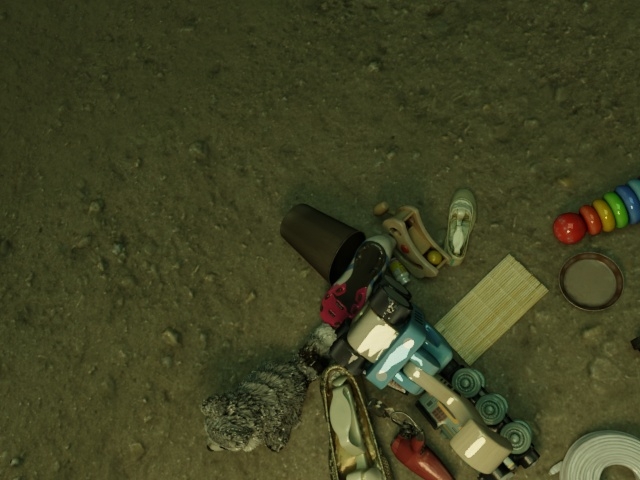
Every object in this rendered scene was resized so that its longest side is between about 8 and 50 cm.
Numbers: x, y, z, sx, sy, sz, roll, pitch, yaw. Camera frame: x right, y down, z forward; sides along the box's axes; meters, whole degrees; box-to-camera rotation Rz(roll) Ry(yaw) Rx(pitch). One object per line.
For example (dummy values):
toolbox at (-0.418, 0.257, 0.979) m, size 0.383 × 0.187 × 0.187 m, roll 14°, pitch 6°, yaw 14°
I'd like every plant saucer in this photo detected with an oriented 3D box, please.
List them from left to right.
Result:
plant saucer at (0.746, 0.116, 1.734) m, size 0.169 × 0.029 × 0.168 m, roll -4°, pitch 70°, yaw 11°

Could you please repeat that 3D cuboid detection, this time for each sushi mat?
sushi mat at (0.481, 0.193, 1.773) m, size 0.316 × 0.019 × 0.151 m, roll -43°, pitch 67°, yaw -4°

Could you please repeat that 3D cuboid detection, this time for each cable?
cable at (0.728, 0.598, 1.542) m, size 0.257 × 0.089 × 0.257 m, roll -46°, pitch 68°, yaw -5°

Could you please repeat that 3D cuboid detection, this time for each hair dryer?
hair dryer at (0.238, 0.536, 1.603) m, size 0.080 × 0.224 × 0.293 m, roll -45°, pitch 101°, yaw -14°

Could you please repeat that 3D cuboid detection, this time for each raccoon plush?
raccoon plush at (-0.150, 0.380, 1.699) m, size 0.216 × 0.299 × 0.446 m, roll 23°, pitch 78°, yaw 19°

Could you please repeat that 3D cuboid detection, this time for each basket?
basket at (0.000, 0.000, 1.873) m, size 0.227 × 0.204 × 0.154 m, roll 36°, pitch 44°, yaw 29°

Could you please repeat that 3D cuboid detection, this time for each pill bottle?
pill bottle at (0.233, 0.093, 1.849) m, size 0.043 × 0.043 × 0.083 m, roll -30°, pitch 68°, yaw 1°

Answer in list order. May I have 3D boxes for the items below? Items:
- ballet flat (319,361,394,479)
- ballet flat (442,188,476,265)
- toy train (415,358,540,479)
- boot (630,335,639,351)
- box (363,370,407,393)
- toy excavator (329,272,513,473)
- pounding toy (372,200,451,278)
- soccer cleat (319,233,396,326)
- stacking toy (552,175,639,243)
ballet flat at (0.085, 0.553, 1.651) m, size 0.164 × 0.182 × 0.482 m, roll -17°, pitch 69°, yaw 6°
ballet flat at (0.410, -0.047, 1.837) m, size 0.086 × 0.086 × 0.248 m, roll 7°, pitch 73°, yaw 15°
toy train at (0.406, 0.475, 1.639) m, size 0.190 × 0.142 × 0.334 m, roll -44°, pitch 69°, yaw 8°
boot at (0.989, 0.311, 1.559) m, size 0.348 × 0.131 × 0.260 m, roll -15°, pitch 69°, yaw 7°
box at (0.180, 0.386, 1.734) m, size 0.137 × 0.094 × 0.027 m, roll 22°, pitch 77°, yaw 19°
toy excavator at (0.260, 0.325, 1.563) m, size 0.445 × 0.433 × 0.222 m, roll 36°, pitch 102°, yaw 1°
pounding toy at (0.274, -0.033, 1.807) m, size 0.269 × 0.154 × 0.155 m, roll 45°, pitch 64°, yaw 7°
soccer cleat at (0.118, 0.117, 1.802) m, size 0.116 × 0.143 × 0.331 m, roll 40°, pitch 122°, yaw 13°
stacking toy at (0.809, -0.083, 1.737) m, size 0.331 × 0.141 × 0.141 m, roll -23°, pitch 68°, yaw 8°
